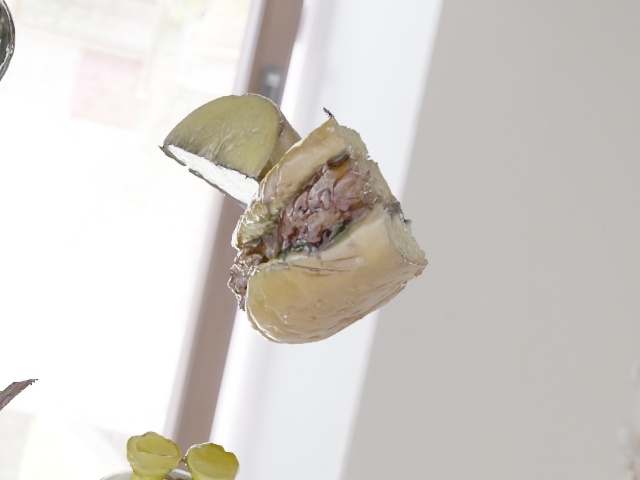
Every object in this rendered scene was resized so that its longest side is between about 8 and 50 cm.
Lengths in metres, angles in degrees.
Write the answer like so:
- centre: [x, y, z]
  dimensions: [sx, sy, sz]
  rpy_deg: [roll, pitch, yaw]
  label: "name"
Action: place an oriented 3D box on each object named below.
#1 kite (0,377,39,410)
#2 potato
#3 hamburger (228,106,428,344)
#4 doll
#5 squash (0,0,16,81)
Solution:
- centre: [-0.261, 0.117, 1.140]
  dimensions: [0.137, 0.005, 0.152]
  rpy_deg: [-20, 157, -11]
  label: "kite"
- centre: [-0.058, -0.084, 1.743]
  dimensions: [0.138, 0.098, 0.243]
  rpy_deg: [40, 172, -32]
  label: "potato"
- centre: [0.000, 0.000, 1.503]
  dimensions: [0.245, 0.155, 0.282]
  rpy_deg: [-36, 170, 22]
  label: "hamburger"
- centre: [-0.155, 0.273, 1.366]
  dimensions: [0.141, 0.117, 0.296]
  rpy_deg: [10, 138, -21]
  label: "doll"
- centre: [-0.478, -0.256, 1.996]
  dimensions: [0.218, 0.172, 0.218]
  rpy_deg: [10, 169, 2]
  label: "squash"
